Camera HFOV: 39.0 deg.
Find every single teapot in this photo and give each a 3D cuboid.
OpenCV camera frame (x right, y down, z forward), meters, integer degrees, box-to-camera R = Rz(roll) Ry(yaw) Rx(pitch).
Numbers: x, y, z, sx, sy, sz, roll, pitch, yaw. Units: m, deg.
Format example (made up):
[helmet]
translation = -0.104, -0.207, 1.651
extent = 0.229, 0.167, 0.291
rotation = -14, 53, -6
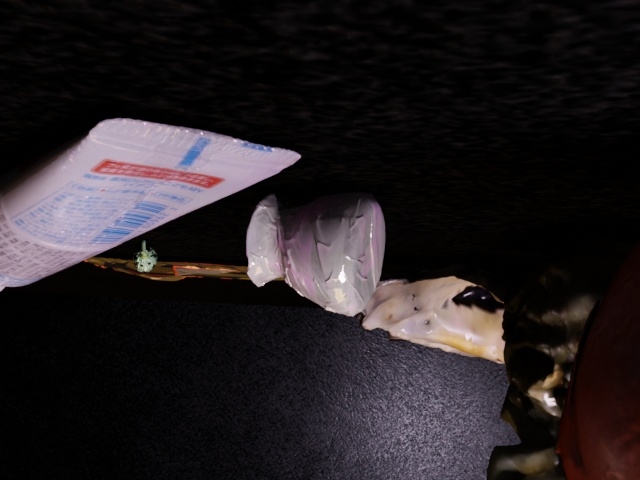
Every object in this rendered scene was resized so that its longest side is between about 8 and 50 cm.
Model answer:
[teapot]
translation = 0.000, 0.000, 0.482
extent = 0.064, 0.064, 0.083
rotation = 9, -152, 19

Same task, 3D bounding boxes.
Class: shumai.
[shumai]
translation = 0.217, 0.102, 0.615
extent = 0.189, 0.218, 0.256
rotation = 8, 172, 7

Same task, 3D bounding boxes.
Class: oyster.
[oyster]
translation = 0.176, 0.075, 0.895
extent = 0.275, 0.100, 0.271
rotation = 15, 173, 5

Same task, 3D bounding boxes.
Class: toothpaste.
[toothpaste]
translation = -0.116, -0.015, 0.420
extent = 0.089, 0.057, 0.234
rotation = 6, 167, -41

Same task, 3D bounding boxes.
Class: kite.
[kite]
translation = -0.133, 0.037, 1.100
extent = 0.377, 0.013, 0.327
rotation = 9, 171, -42

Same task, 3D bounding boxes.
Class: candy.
[candy]
translation = -0.163, 0.012, 0.835
extent = 0.025, 0.023, 0.083
rotation = -39, 178, -15

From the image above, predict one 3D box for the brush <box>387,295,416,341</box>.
[brush]
translation = 0.226, 0.071, 1.075
extent = 0.327, 0.065, 0.070
rotation = -5, 171, -23

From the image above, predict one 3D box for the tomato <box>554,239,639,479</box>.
[tomato]
translation = 0.192, 0.074, 0.332
extent = 0.208, 0.208, 0.184
rotation = 8, 171, -38
